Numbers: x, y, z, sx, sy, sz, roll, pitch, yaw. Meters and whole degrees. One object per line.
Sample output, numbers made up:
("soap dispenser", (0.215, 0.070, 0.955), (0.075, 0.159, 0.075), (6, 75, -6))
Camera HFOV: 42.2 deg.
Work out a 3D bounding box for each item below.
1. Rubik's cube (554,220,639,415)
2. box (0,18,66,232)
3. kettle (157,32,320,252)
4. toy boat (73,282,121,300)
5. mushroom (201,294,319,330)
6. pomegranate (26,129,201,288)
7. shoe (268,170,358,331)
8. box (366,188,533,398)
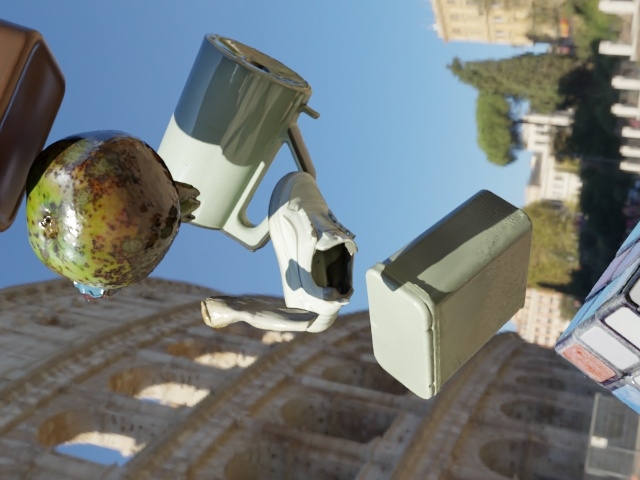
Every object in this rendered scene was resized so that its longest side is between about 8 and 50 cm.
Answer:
("Rubik's cube", (0.664, 0.125, 1.374), (0.359, 0.362, 0.363), (-51, -11, -15))
("box", (-0.604, -0.206, 1.389), (0.239, 0.229, 0.339), (97, -171, -74))
("kettle", (-0.170, -0.201, 1.811), (0.377, 0.361, 0.250), (-60, -4, 18))
("toy boat", (-0.484, 0.074, 1.819), (0.223, 0.100, 0.097), (-155, 57, -84))
("mushroom", (-0.101, 0.128, 1.395), (0.059, 0.202, 0.054), (-74, -15, -53))
("pomegranate", (-0.342, -0.061, 1.467), (0.340, 0.285, 0.285), (-17, -66, -54))
("shoe", (0.000, 0.000, 1.520), (0.124, 0.159, 0.316), (0, -108, -33))
("box", (0.289, 0.117, 1.814), (0.343, 0.177, 0.352), (-35, -38, -22))
